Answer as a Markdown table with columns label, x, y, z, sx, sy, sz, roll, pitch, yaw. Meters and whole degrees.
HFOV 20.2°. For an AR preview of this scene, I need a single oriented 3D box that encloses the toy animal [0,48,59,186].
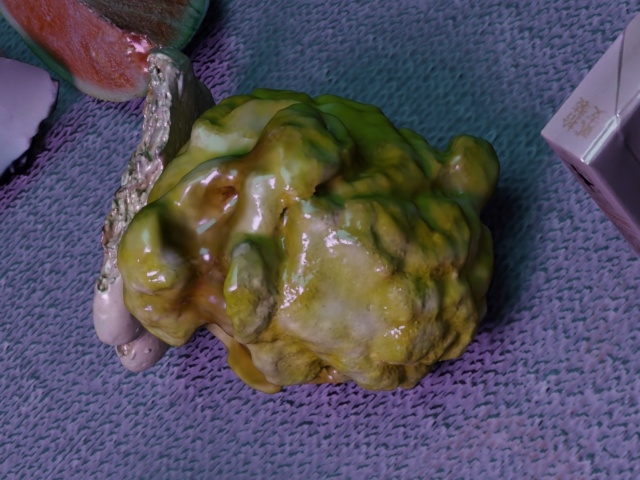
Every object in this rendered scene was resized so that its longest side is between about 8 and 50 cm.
| label | x | y | z | sx | sy | sz | roll | pitch | yaw |
| --- | --- | --- | --- | --- | --- | --- | --- | --- | --- |
| toy animal | -0.334 | -0.129 | 1.635 | 0.166 | 0.138 | 0.179 | -32 | 44 | -11 |

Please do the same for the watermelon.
| label | x | y | z | sx | sy | sz | roll | pitch | yaw |
| --- | --- | --- | --- | --- | --- | --- | --- | --- | --- |
| watermelon | -0.171 | -0.214 | 1.605 | 0.231 | 0.128 | 0.146 | 37 | 60 | 24 |

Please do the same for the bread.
| label | x | y | z | sx | sy | sz | roll | pitch | yaw |
| --- | --- | --- | --- | --- | --- | --- | --- | --- | --- |
| bread | -0.120 | -0.018 | 1.420 | 0.039 | 0.182 | 0.251 | 5 | 67 | 16 |

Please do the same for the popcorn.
| label | x | y | z | sx | sy | sz | roll | pitch | yaw |
| --- | --- | --- | --- | --- | --- | --- | --- | --- | --- |
| popcorn | 0.000 | 0.000 | 1.312 | 0.250 | 0.235 | 0.242 | 6 | 51 | 19 |

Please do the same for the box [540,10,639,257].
| label | x | y | z | sx | sy | sz | roll | pitch | yaw |
| --- | --- | --- | --- | --- | --- | --- | --- | --- | --- |
| box | 0.313 | -0.157 | 1.214 | 0.051 | 0.204 | 0.365 | 38 | 88 | 37 |
